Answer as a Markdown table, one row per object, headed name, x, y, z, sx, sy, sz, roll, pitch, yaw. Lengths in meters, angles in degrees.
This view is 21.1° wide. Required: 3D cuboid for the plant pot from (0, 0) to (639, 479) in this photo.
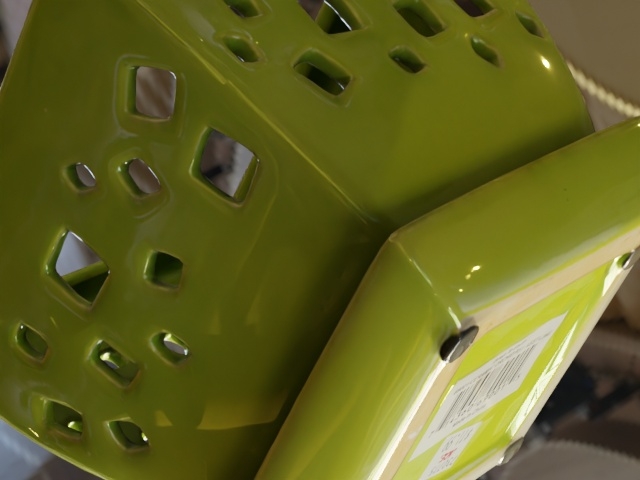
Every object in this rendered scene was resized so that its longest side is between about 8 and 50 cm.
| name | x | y | z | sx | sy | sz | roll | pitch | yaw |
| --- | --- | --- | --- | --- | --- | --- | --- | --- | --- |
| plant pot | 0.000 | 0.000 | 0.725 | 0.207 | 0.228 | 0.227 | 42 | -53 | 21 |
